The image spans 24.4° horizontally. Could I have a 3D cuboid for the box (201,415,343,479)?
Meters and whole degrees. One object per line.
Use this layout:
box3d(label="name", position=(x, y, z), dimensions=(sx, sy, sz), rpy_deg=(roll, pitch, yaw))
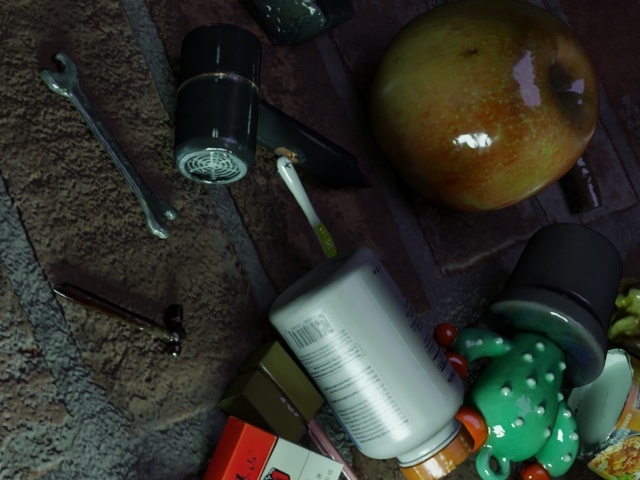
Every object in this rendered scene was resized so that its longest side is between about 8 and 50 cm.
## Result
box3d(label="box", position=(-0.056, 0.273, 1.690), dimensions=(0.152, 0.048, 0.100), rpy_deg=(28, 79, -36))

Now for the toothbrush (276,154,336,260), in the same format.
box3d(label="toothbrush", position=(0.000, 0.000, 1.896), dimensions=(0.022, 0.026, 0.263), rpy_deg=(-49, 123, -36))

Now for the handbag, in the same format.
box3d(label="handbag", position=(-0.059, -0.392, 2.075), dimensions=(0.270, 0.088, 0.175), rpy_deg=(51, 33, -13))

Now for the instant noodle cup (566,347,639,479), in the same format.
box3d(label="instant noodle cup", position=(0.471, 0.270, 2.149), dimensions=(0.182, 0.230, 0.230), rpy_deg=(27, 49, -14))

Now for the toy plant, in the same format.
box3d(label="toy plant", position=(0.302, 0.169, 2.062), dimensions=(0.400, 0.185, 0.279), rpy_deg=(-60, 141, -37))

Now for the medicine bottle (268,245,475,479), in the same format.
box3d(label="medicine bottle", position=(0.074, 0.162, 1.834), dimensions=(0.289, 0.157, 0.157), rpy_deg=(56, 40, -8))

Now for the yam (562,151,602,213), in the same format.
box3d(label="yam", position=(0.404, -0.176, 2.448), dimensions=(0.061, 0.061, 0.274), rpy_deg=(-4, 73, -47))

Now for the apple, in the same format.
box3d(label="apple", position=(0.243, -0.200, 2.124), dimensions=(0.319, 0.277, 0.319), rpy_deg=(24, 54, -38))

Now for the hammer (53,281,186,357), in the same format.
box3d(label="hammer", position=(-0.227, 0.079, 1.674), dimensions=(0.178, 0.021, 0.065), rpy_deg=(25, 52, -32))

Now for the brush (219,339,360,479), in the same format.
box3d(label="brush", position=(-0.017, 0.240, 1.781), dimensions=(0.233, 0.047, 0.103), rpy_deg=(52, 43, -15))

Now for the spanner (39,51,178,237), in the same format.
box3d(label="spanner", position=(-0.249, -0.112, 1.758), dimensions=(0.254, 0.015, 0.054), rpy_deg=(56, 38, -7))

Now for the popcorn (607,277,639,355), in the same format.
box3d(label="popcorn", position=(0.489, 0.133, 2.277), dimensions=(0.187, 0.167, 0.185), rpy_deg=(48, 7, -46))

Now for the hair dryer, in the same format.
box3d(label="hair dryer", position=(-0.045, -0.120, 1.924), dimensions=(0.352, 0.107, 0.189), rpy_deg=(29, 52, -40))
